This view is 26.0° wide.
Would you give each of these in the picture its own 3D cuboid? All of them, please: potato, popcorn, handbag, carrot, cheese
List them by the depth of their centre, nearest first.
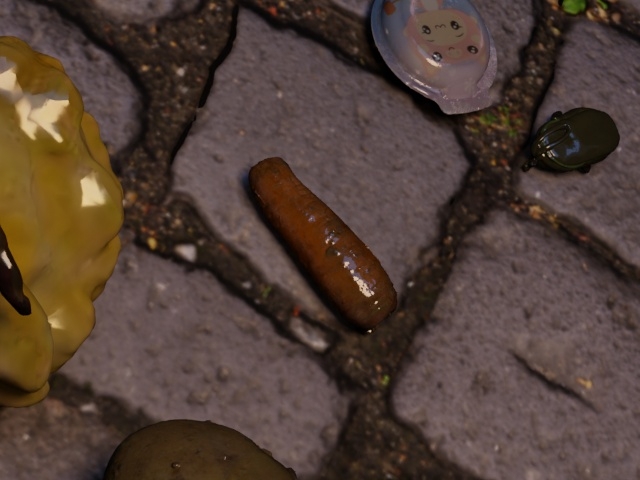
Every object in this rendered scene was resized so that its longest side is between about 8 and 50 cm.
[{"bbox_3d":[-0.296,-0.019,0.947,0.349,0.382,0.349,5,77,-20],"label":"popcorn"},{"bbox_3d":[-0.062,0.245,1.008,0.165,0.165,0.262,-29,77,-32],"label":"potato"},{"bbox_3d":[0.000,0.000,1.232,0.060,0.060,0.186,-33,79,-33],"label":"carrot"},{"bbox_3d":[0.251,-0.100,1.399,0.111,0.047,0.072,-23,79,-31],"label":"handbag"},{"bbox_3d":[0.102,-0.233,1.405,0.135,0.052,0.244,-13,69,-28],"label":"cheese"}]
